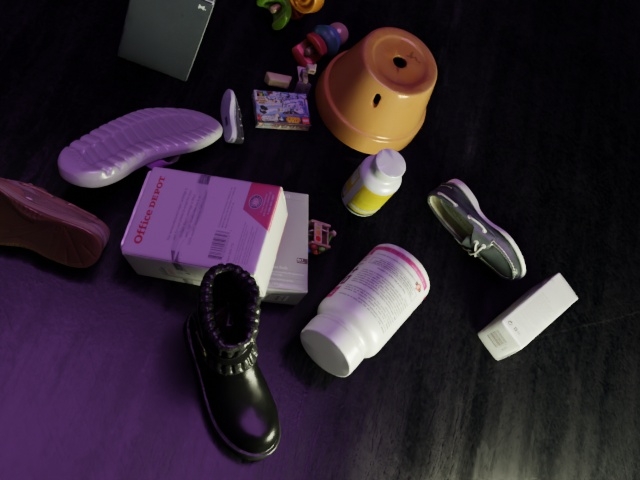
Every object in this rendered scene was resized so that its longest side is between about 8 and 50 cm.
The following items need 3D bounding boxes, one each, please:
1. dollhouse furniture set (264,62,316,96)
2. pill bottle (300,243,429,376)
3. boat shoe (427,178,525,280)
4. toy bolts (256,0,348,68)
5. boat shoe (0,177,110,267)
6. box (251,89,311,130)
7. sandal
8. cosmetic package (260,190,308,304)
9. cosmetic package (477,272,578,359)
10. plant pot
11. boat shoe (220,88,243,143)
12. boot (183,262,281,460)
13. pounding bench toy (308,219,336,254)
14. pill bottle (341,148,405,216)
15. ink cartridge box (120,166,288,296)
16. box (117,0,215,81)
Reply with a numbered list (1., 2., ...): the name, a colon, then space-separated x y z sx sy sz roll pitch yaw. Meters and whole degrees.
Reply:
1. dollhouse furniture set: -0.078 -0.426 1.885 0.114 0.091 0.081 8 49 -15
2. pill bottle: 0.096 0.149 1.637 0.160 0.160 0.283 45 58 2
3. boat shoe: 0.375 -0.013 1.860 0.091 0.114 0.302 -27 67 -30
4. toy bolts: -0.009 -0.576 1.919 0.158 0.218 0.228 -40 104 -37
5. boat shoe: -0.586 -0.053 1.496 0.341 0.122 0.110 27 23 -12
6. box: -0.096 -0.317 1.850 0.137 0.027 0.094 1 65 -21
7. sandal: -0.388 -0.193 1.632 0.169 0.102 0.416 36 39 23
8. cosmetic package: -0.096 0.013 1.657 0.127 0.107 0.238 6 68 -16
9. cosmetic package: 0.495 0.180 1.811 0.231 0.117 0.085 -31 82 -29
10. plant pot: 0.154 -0.387 1.882 0.291 0.203 0.291 8 64 -17
11. boat shoe: -0.206 -0.289 1.787 0.040 0.049 0.142 12 63 -38
12. boot: -0.155 0.236 1.436 0.131 0.260 0.348 -22 76 -29
13. pounding bench toy: 0.000 0.000 1.728 0.083 0.052 0.065 16 61 -32
14. pill bottle: 0.126 -0.137 1.766 0.103 0.184 0.103 8 65 -18
15. ink cartridge box: -0.230 -0.020 1.545 0.283 0.117 0.207 10 64 10
16. box: -0.323 -0.582 1.723 0.182 0.296 0.294 17 61 -14
